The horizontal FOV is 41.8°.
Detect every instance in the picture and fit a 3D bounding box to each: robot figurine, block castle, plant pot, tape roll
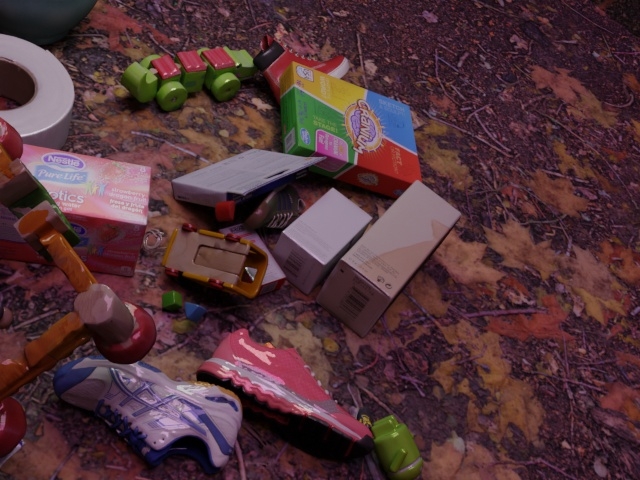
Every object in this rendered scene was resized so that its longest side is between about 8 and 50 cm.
[{"bbox_3d":[0.128,0.352,1.395,0.115,0.067,0.101,64,11,2],"label":"robot figurine"},{"bbox_3d":[-0.470,0.044,1.156,0.303,0.213,0.453,-37,72,-11],"label":"block castle"},{"bbox_3d":[-0.599,-0.537,1.747,0.293,0.196,0.293,13,49,-15],"label":"plant pot"},{"bbox_3d":[-0.611,-0.262,1.573,0.286,0.100,0.286,12,48,-14],"label":"tape roll"}]

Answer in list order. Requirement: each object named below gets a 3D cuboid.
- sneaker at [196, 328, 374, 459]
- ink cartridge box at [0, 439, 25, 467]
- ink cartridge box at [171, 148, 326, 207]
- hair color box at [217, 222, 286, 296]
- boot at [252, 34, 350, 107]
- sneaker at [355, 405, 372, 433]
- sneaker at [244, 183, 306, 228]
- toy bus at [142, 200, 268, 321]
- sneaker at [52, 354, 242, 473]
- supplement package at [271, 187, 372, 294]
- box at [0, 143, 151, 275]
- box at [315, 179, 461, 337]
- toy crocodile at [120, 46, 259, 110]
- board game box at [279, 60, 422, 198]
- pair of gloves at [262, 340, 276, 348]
[{"bbox_3d":[-0.040,0.244,1.380,0.314,0.116,0.136,28,52,0],"label":"sneaker"},{"bbox_3d":[-0.572,0.340,1.102,0.165,0.065,0.332,38,48,10],"label":"ink cartridge box"},{"bbox_3d":[-0.135,-0.118,1.621,0.223,0.045,0.224,-27,27,-38],"label":"ink cartridge box"},{"bbox_3d":[-0.133,0.036,1.575,0.072,0.043,0.141,-17,61,-35],"label":"hair color box"},{"bbox_3d":[-0.045,-0.417,1.932,0.244,0.088,0.176,-41,102,-41],"label":"boot"},{"bbox_3d":[0.078,0.319,1.435,0.031,0.035,0.083,17,47,-12],"label":"sneaker"},{"bbox_3d":[-0.078,-0.056,1.643,0.086,0.064,0.192,44,28,-7],"label":"sneaker"},{"bbox_3d":[-0.194,0.040,1.501,0.104,0.191,0.202,40,22,-58],"label":"toy bus"},{"bbox_3d":[-0.266,0.267,1.272,0.296,0.112,0.131,15,52,-9],"label":"sneaker"},{"bbox_3d":[0.000,0.000,1.624,0.105,0.105,0.179,38,47,10],"label":"supplement package"},{"bbox_3d":[-0.453,-0.056,1.433,0.300,0.154,0.142,9,49,-16],"label":"box"},{"bbox_3d":[0.138,0.029,1.636,0.121,0.148,0.311,38,48,8],"label":"box"},{"bbox_3d":[-0.277,-0.365,1.810,0.340,0.105,0.115,-19,62,-36],"label":"toy crocodile"},{"bbox_3d":[0.065,-0.236,1.826,0.316,0.064,0.242,15,52,-28],"label":"board game box"},{"bbox_3d":[-0.091,0.219,1.461,0.074,0.010,0.083,-28,68,-39],"label":"pair of gloves"}]
